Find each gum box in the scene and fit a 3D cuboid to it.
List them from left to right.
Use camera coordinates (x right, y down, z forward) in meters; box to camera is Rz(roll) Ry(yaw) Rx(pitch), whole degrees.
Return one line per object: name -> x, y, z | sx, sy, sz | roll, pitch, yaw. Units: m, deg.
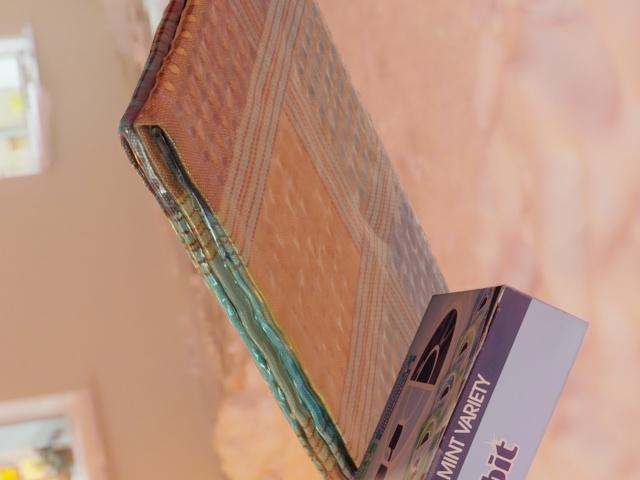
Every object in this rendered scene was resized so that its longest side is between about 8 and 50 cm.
gum box -> 0.050, 0.100, 0.693 | 0.184, 0.041, 0.157 | 137, 157, -84

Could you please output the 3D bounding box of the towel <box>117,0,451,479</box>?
towel -> 0.000, 0.000, 0.915 | 0.271, 0.040, 0.370 | -79, -31, -50
